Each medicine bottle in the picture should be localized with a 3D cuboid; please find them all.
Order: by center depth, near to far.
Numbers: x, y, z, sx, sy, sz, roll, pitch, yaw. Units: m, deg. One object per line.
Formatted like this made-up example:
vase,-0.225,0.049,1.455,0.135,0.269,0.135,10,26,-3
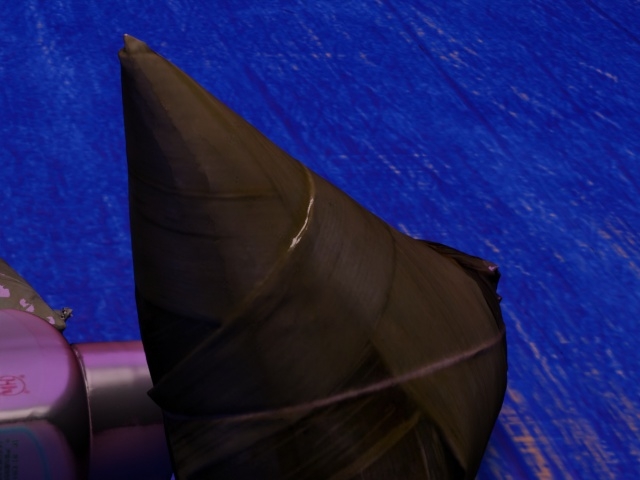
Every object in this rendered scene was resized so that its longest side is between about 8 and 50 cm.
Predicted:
medicine bottle,-0.174,0.097,1.005,0.188,0.094,0.119,-4,30,-19

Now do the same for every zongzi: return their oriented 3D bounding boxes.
zongzi,0.000,0.000,1.005,0.154,0.317,0.289,-8,22,17

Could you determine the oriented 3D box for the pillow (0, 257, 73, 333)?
pillow,-0.308,0.044,1.108,0.302,0.075,0.185,-11,27,-27
